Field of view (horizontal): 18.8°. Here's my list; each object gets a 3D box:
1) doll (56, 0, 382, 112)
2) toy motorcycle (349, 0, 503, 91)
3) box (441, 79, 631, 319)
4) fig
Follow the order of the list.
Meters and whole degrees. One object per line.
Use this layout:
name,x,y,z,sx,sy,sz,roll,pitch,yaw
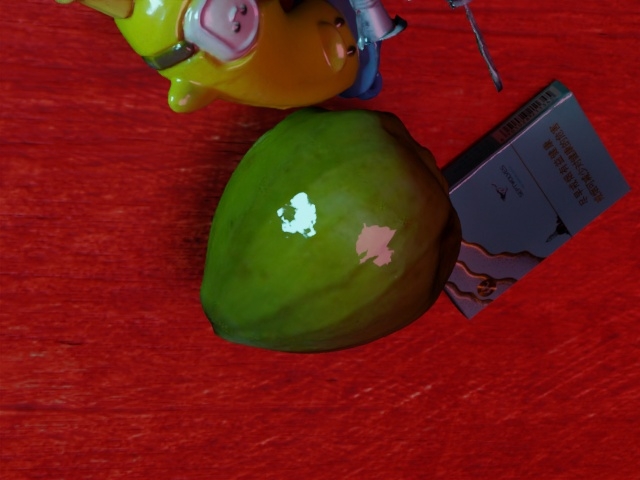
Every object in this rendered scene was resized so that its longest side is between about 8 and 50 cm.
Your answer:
doll,-0.082,-0.196,1.746,0.363,0.145,0.199,20,75,-36
toy motorcycle,0.044,-0.285,1.670,0.134,0.207,0.401,-31,114,-21
box,0.202,-0.042,2.045,0.229,0.041,0.162,-39,127,0
fig,0.000,0.000,1.854,0.271,0.239,0.239,-36,128,1
